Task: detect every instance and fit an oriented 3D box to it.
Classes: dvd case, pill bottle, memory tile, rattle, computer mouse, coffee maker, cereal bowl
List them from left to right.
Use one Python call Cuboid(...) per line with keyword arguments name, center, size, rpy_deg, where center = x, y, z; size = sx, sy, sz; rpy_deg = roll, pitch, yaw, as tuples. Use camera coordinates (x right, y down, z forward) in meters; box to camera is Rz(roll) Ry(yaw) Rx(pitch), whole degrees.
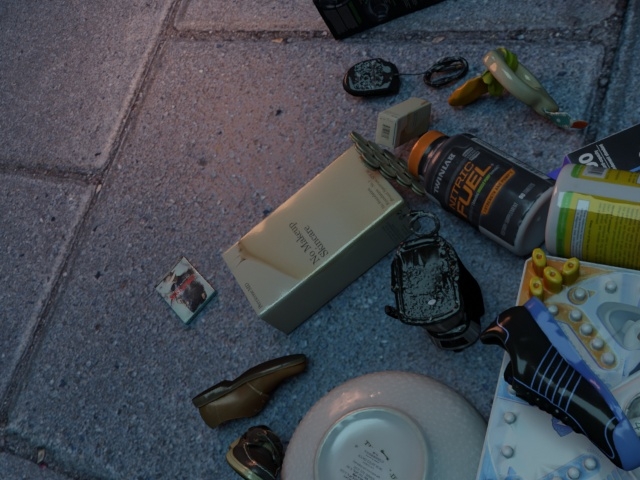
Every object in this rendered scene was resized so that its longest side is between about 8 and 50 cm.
Cuboid(name="dvd case", center=(-0.264, 0.095, 1.369), size=(0.087, 0.013, 0.119), rpy_deg=(-47, 56, 0))
Cuboid(name="cereal bowl", center=(0.091, 0.332, 0.989), size=(0.338, 0.141, 0.339), rpy_deg=(-11, 54, 15))
Cuboid(name="memory tile", center=(0.115, -0.130, 1.206), size=(0.012, 0.148, 0.113), rpy_deg=(-51, 34, 23))
Cuboid(name="computer mouse", center=(0.160, -0.312, 1.343), size=(0.242, 0.041, 0.071), rpy_deg=(-1, 76, 18))
Cuboid(name="coffee maker", center=(0.186, 0.068, 1.071), size=(0.120, 0.178, 0.171), rpy_deg=(11, 75, 26))
Cuboid(name="pill bottle", center=(0.257, -0.089, 1.137), size=(0.245, 0.130, 0.130), rpy_deg=(37, 86, 34))
Cuboid(name="rattle", center=(0.330, -0.220, 1.200), size=(0.142, 0.130, 0.200), rpy_deg=(-43, 83, 15))
Cuboid(name="pill bottle", center=(0.447, -0.022, 0.963), size=(0.245, 0.136, 0.136), rpy_deg=(13, 74, 27))

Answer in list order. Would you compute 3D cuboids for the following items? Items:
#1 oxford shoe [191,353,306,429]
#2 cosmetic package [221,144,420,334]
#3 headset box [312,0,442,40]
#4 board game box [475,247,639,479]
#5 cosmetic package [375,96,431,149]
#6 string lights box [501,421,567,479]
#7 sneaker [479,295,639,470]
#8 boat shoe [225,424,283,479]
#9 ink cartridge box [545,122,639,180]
Cuboid(name="oxford shoe", center=(-0.110, 0.257, 1.205), size=(0.212, 0.076, 0.076), rpy_deg=(-27, 89, 9))
Cuboid(name="cosmetic package", center=(0.000, 0.000, 1.230), size=(0.309, 0.113, 0.160), rpy_deg=(-40, 57, 3))
Cuboid(name="headset box", center=(0.125, -0.579, 1.418), size=(0.283, 0.131, 0.247), rpy_deg=(-14, 63, 18))
Cuboid(name="board game box", center=(0.404, 0.216, 0.838), size=(0.389, 0.050, 0.390), rpy_deg=(10, 69, 23))
Cuboid(name="cosmetic package", center=(0.148, -0.209, 1.249), size=(0.041, 0.060, 0.115), rpy_deg=(26, 40, 30))
Cuboid(name="string lights box", center=(0.299, 0.380, 0.904), size=(0.076, 0.133, 0.260), rpy_deg=(-16, 62, 15))
Cuboid(name="sneaker", center=(0.279, 0.177, 0.829), size=(0.090, 0.081, 0.232), rpy_deg=(-32, 52, 5))
Cuboid(name="boat shoe", center=(-0.095, 0.324, 1.083), size=(0.080, 0.223, 0.073), rpy_deg=(40, 80, -3))
Cuboid(name="ink cartridge box", center=(0.464, -0.064, 1.079), size=(0.208, 0.045, 0.206), rpy_deg=(-25, 61, 14))
